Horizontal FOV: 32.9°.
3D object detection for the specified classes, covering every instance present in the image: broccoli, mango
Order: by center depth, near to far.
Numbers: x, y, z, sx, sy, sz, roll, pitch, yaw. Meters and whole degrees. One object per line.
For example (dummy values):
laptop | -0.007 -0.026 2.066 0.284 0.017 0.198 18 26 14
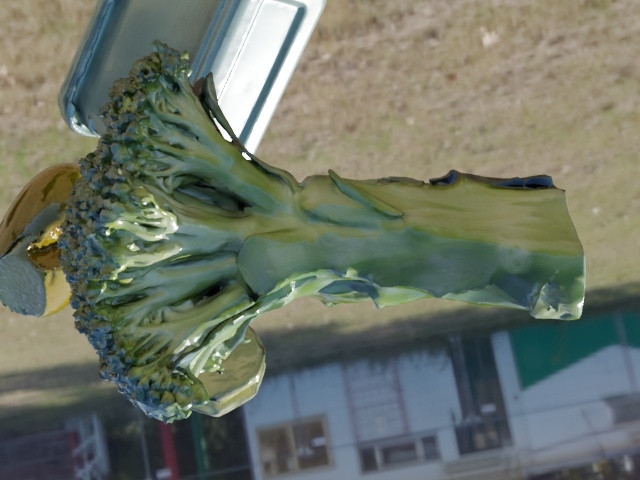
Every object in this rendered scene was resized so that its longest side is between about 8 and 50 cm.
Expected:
broccoli | -0.004 0.023 0.785 0.361 0.252 0.221 20 -160 -1
mango | -0.341 -0.003 1.361 0.130 0.167 0.262 24 151 -13

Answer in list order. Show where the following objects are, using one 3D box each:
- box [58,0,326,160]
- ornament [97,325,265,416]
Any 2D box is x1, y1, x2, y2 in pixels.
box | -0.131 -0.206 1.176 0.175 0.182 0.312 3 122 -47
ornament | -0.171 0.112 1.236 0.180 0.201 0.059 -25 156 -12
